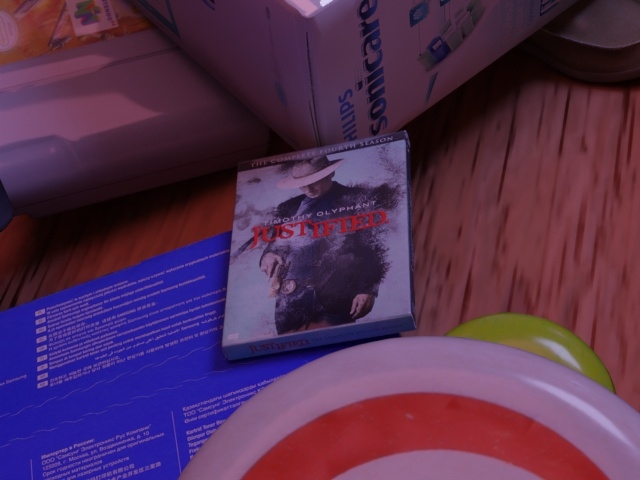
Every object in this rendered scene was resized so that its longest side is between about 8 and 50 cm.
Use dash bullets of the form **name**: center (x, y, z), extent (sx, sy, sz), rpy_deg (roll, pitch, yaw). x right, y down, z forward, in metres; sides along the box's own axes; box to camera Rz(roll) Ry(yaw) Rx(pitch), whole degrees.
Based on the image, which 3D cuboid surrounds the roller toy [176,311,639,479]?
- **roller toy**: center (0.041, 0.135, 0.462), extent (0.191, 0.146, 0.209), rpy_deg (-26, 69, 0)

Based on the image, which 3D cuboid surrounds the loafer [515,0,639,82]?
- **loafer**: center (0.137, -0.132, 0.800), extent (0.148, 0.050, 0.056), rpy_deg (21, 58, 37)

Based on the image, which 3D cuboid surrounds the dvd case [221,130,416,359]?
- **dvd case**: center (0.000, 0.000, 0.645), extent (0.087, 0.013, 0.119), rpy_deg (-10, 43, 12)

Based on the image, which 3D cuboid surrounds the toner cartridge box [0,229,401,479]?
- **toner cartridge box**: center (-0.124, 0.107, 0.653), extent (0.348, 0.075, 0.165), rpy_deg (-19, 42, 4)

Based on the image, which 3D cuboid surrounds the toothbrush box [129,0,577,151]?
- **toothbrush box**: center (0.043, -0.206, 0.760), extent (0.295, 0.126, 0.216), rpy_deg (-37, 59, -19)

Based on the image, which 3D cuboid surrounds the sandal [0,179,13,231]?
- **sandal**: center (-0.273, -0.018, 0.780), extent (0.254, 0.054, 0.097), rpy_deg (-7, 25, 32)

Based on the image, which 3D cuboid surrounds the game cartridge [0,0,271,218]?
- **game cartridge**: center (-0.140, -0.166, 0.851), extent (0.198, 0.062, 0.297), rpy_deg (-17, 67, -6)
